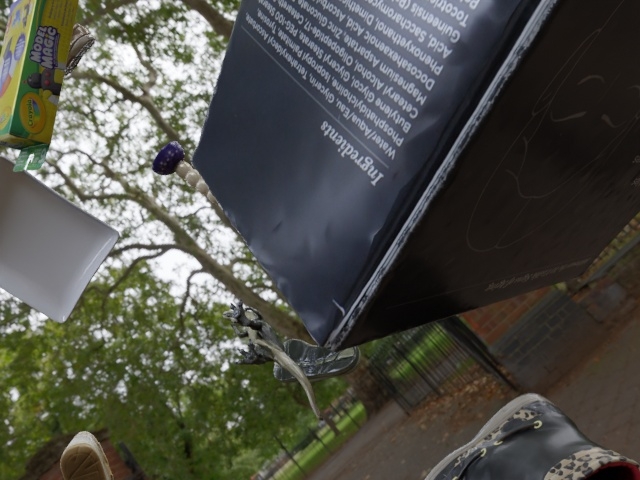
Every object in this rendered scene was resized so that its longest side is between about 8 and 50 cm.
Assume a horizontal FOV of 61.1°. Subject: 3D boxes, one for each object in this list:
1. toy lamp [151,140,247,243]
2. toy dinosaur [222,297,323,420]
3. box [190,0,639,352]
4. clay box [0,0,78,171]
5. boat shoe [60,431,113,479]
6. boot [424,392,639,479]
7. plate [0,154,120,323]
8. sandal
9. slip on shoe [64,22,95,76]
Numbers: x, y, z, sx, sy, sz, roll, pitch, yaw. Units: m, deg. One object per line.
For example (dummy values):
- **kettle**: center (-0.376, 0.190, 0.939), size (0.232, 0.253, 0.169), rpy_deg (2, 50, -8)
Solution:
- **toy lamp**: center (-0.171, -0.073, 0.972), size (0.080, 0.275, 0.080), rpy_deg (-52, -3, -4)
- **toy dinosaur**: center (-0.091, 0.159, 0.833), size (0.064, 0.268, 0.118), rpy_deg (-47, -43, -1)
- **box**: center (0.195, -0.188, 0.541), size (0.480, 0.297, 0.471), rpy_deg (-7, -46, -41)
- **clay box**: center (-0.375, -0.202, 0.693), size (0.053, 0.127, 0.221), rpy_deg (14, -97, -43)
- **boat shoe**: center (-0.298, 0.331, 0.716), size (0.063, 0.170, 0.059), rpy_deg (-6, 14, -14)
- **boot**: center (0.305, 0.427, 0.860), size (0.377, 0.138, 0.284), rpy_deg (-42, 4, -6)
- **plate**: center (-0.591, 0.002, 1.131), size (0.278, 0.277, 0.045), rpy_deg (-51, 11, 19)
- **sandal**: center (-0.012, 0.329, 1.427), size (0.303, 0.086, 0.120), rpy_deg (-9, 52, 41)
- **slip on shoe**: center (-0.486, -0.355, 1.035), size (0.135, 0.041, 0.051), rpy_deg (-36, 14, 25)
